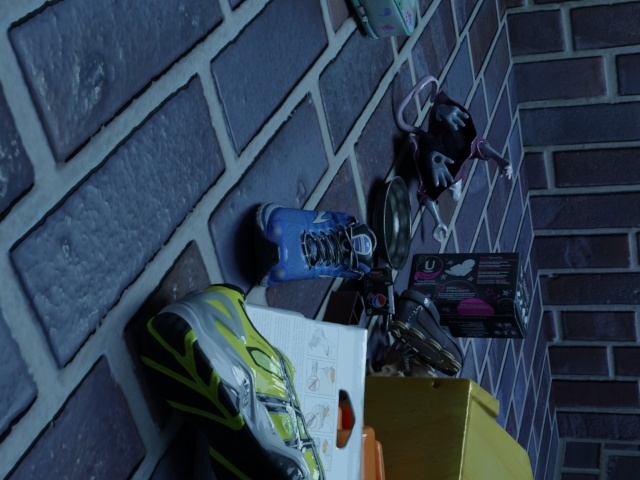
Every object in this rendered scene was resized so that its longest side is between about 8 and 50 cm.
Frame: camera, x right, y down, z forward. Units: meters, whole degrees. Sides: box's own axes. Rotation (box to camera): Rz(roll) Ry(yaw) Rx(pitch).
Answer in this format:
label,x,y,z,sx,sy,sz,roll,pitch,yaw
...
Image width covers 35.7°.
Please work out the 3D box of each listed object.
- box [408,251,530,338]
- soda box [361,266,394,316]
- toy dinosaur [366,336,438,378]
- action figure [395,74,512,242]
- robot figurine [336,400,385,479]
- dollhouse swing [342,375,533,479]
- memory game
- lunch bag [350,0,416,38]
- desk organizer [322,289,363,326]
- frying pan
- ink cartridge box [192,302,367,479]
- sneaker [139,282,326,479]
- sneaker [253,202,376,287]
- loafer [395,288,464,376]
label,x,y,z,sx,sy,sz,roll,pitch,yaw
box,0.342,0.126,2.269,0.163,0.247,0.142,63,34,-49
soda box,0.105,0.094,1.854,0.169,0.053,0.060,-87,172,-80
toy dinosaur,0.184,0.285,2.052,0.127,0.200,0.296,-51,178,-3
action figure,0.272,-0.176,2.297,0.276,0.248,0.370,48,3,10
robot figurine,0.026,0.373,1.605,0.158,0.128,0.220,7,81,-71
dollhouse swing,0.196,0.465,1.778,0.305,0.315,0.347,60,34,-52
memory game,0.206,0.213,2.020,0.012,0.186,0.186,-55,148,-13
lunch bag,0.127,-0.545,1.959,0.224,0.107,0.279,57,38,-59
desk organizer,0.035,0.150,1.745,0.130,0.050,0.047,-72,151,-41
frying pan,0.148,0.030,2.049,0.197,0.053,0.326,16,75,-68
ink cartridge box,-0.050,0.235,1.353,0.238,0.060,0.275,15,72,-36
sneaker,-0.063,0.223,1.221,0.147,0.145,0.385,-44,114,-46
sneaker,0.000,0.000,1.535,0.330,0.147,0.130,-15,102,-68
loafer,0.232,0.227,2.213,0.095,0.109,0.303,-58,139,-24
